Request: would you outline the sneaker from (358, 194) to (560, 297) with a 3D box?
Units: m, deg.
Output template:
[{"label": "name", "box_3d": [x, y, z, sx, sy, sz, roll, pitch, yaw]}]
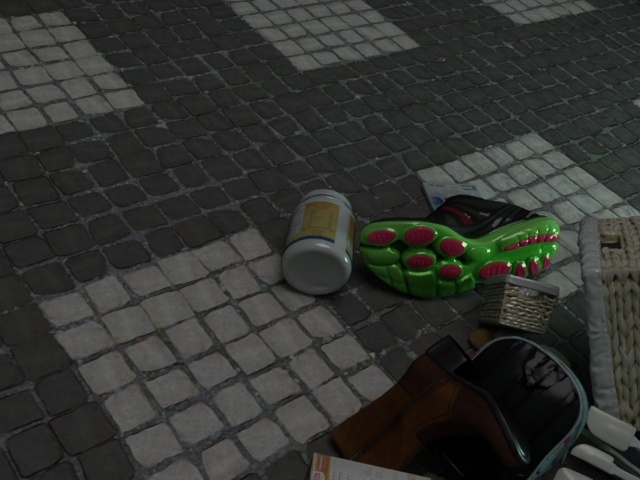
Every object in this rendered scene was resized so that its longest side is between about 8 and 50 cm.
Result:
[{"label": "sneaker", "box_3d": [0.295, 0.003, 1.744, 0.483, 0.185, 0.202, -1, 26, -23]}]

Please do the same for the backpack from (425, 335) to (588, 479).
[{"label": "backpack", "box_3d": [0.327, 0.296, 1.340, 0.225, 0.253, 0.191, 43, 12, 28]}]

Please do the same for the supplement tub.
[{"label": "supplement tub", "box_3d": [0.000, 0.000, 1.642, 0.144, 0.144, 0.199, 13, 41, -3]}]

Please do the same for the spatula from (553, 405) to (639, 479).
[{"label": "spatula", "box_3d": [0.537, 0.415, 1.339, 0.242, 0.019, 0.168, 28, 81, 8]}]

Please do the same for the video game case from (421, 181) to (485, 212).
[{"label": "video game case", "box_3d": [0.344, -0.091, 1.947, 0.157, 0.019, 0.143, 1, 44, -17]}]

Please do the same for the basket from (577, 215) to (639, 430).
[{"label": "basket", "box_3d": [0.627, 0.142, 1.447, 0.267, 0.331, 0.328, -4, 17, 19]}]

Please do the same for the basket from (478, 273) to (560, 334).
[{"label": "basket", "box_3d": [0.401, 0.132, 1.602, 0.113, 0.167, 0.103, 14, 86, -2]}]

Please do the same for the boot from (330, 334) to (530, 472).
[{"label": "boot", "box_3d": [0.165, 0.325, 1.254, 0.096, 0.280, 0.264, 37, 13, -51]}]

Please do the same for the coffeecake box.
[{"label": "coffeecake box", "box_3d": [0.061, 0.413, 1.211, 0.186, 0.142, 0.068, 13, 41, -3]}]

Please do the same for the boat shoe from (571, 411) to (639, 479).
[{"label": "boat shoe", "box_3d": [0.571, 0.411, 1.418, 0.079, 0.095, 0.254, -35, 52, -29]}]

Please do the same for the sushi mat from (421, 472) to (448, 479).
[{"label": "sushi mat", "box_3d": [0.212, 0.523, 1.233, 0.151, 0.019, 0.316, 19, 41, 1]}]

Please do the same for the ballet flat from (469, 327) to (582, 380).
[{"label": "ballet flat", "box_3d": [0.419, 0.224, 1.584, 0.232, 0.073, 0.080, 25, 44, 10]}]
